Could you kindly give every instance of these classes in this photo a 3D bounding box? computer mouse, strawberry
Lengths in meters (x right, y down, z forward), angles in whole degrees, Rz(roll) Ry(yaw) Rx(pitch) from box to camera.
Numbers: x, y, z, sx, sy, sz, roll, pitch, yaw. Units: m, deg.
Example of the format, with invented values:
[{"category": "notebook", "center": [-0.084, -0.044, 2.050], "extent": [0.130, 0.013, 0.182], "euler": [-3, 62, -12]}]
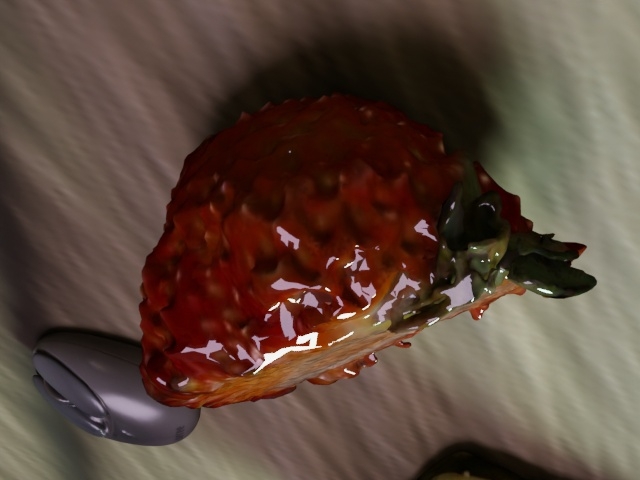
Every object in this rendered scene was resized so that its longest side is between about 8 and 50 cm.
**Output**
[{"category": "computer mouse", "center": [-0.111, 0.084, 0.819], "extent": [0.096, 0.039, 0.066], "euler": [16, 147, -2]}, {"category": "strawberry", "center": [-0.005, 0.001, 0.613], "extent": [0.175, 0.106, 0.236], "euler": [-6, 168, -45]}]

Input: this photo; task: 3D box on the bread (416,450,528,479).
[{"category": "bread", "center": [0.083, 0.276, 0.832], "extent": [0.163, 0.264, 0.167], "euler": [23, 151, -10]}]
